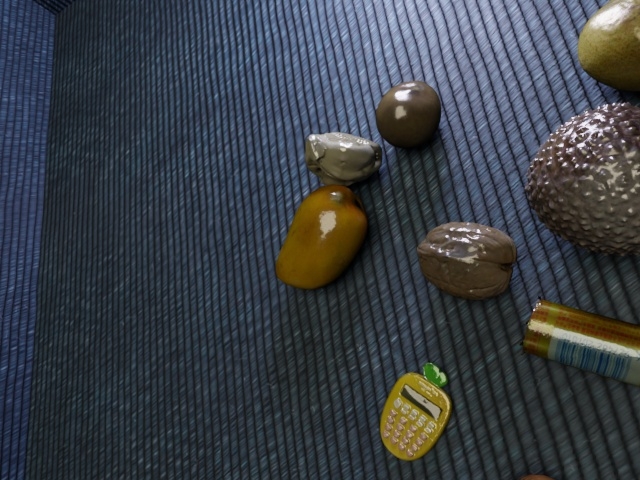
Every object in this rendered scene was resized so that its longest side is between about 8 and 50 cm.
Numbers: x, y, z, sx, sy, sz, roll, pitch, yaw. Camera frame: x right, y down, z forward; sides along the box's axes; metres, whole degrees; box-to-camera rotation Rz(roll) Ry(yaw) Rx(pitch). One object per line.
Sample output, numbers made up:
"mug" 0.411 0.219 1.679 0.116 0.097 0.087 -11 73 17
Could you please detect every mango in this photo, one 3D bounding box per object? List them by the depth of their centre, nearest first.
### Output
"mango" 0.000 0.000 1.259 0.211 0.173 0.317 42 105 32

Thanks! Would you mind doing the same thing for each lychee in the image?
"lychee" 0.550 -0.111 0.909 0.300 0.300 0.300 -8 72 28

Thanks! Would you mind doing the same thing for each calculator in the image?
"calculator" 0.225 0.399 1.098 0.146 0.032 0.234 30 94 32

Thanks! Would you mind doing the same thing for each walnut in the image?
"walnut" 0.324 0.044 1.068 0.230 0.178 0.178 15 84 38

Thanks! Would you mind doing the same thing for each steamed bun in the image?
"steamed bun" 0.054 -0.213 1.279 0.218 0.211 0.144 22 113 31

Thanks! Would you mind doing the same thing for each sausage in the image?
"sausage" 0.569 0.207 0.910 0.317 0.117 0.125 14 60 29

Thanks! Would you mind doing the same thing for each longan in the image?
"longan" 0.231 -0.328 1.224 0.167 0.167 0.187 29 78 32

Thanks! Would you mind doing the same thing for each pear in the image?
"pear" 0.676 -0.414 0.971 0.228 0.188 0.211 -41 48 14

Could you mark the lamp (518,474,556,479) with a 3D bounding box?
"lamp" 0.423 0.520 0.891 0.136 0.136 0.136 -8 72 28
